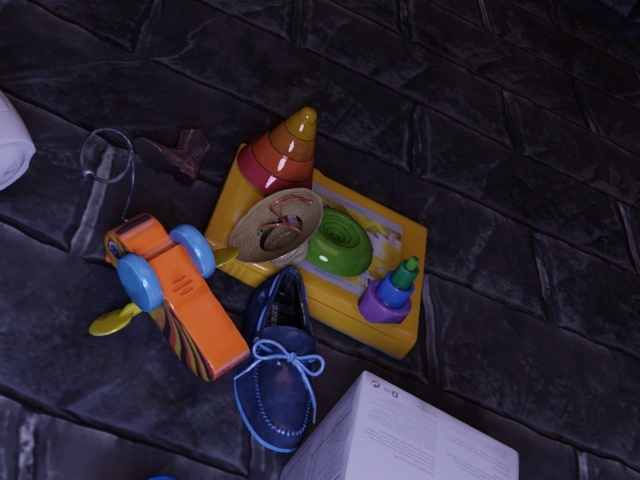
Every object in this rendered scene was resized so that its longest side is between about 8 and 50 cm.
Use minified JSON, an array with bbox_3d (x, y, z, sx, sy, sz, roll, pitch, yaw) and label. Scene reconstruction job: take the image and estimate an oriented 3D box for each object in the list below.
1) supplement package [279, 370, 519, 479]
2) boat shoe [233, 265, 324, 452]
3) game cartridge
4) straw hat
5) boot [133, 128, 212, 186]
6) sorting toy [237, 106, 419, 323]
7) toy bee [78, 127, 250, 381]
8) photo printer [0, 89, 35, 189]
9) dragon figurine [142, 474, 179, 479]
[{"bbox_3d":[0.063,0.317,1.061,0.199,0.198,0.263,29,34,-10],"label":"supplement package"},{"bbox_3d":[-0.055,0.131,1.283,0.109,0.089,0.258,15,39,-26],"label":"boat shoe"},{"bbox_3d":[0.000,0.000,1.523,0.323,0.053,0.285,28,35,-11],"label":"game cartridge"},{"bbox_3d":[-0.046,0.000,1.391,0.144,0.144,0.061,-90,158,-51],"label":"straw hat"},{"bbox_3d":[-0.210,-0.138,1.525,0.106,0.037,0.114,39,35,-18],"label":"boot"},{"bbox_3d":[0.025,-0.053,1.461,0.127,0.126,0.365,-7,50,-43],"label":"sorting toy"},{"bbox_3d":[-0.190,0.027,1.260,0.195,0.162,0.298,-8,82,-26],"label":"toy bee"},{"bbox_3d":[-0.503,-0.141,1.219,0.256,0.107,0.307,43,35,15],"label":"photo printer"},{"bbox_3d":[-0.154,0.276,0.975,0.289,0.144,0.085,-14,57,-48],"label":"dragon figurine"}]
